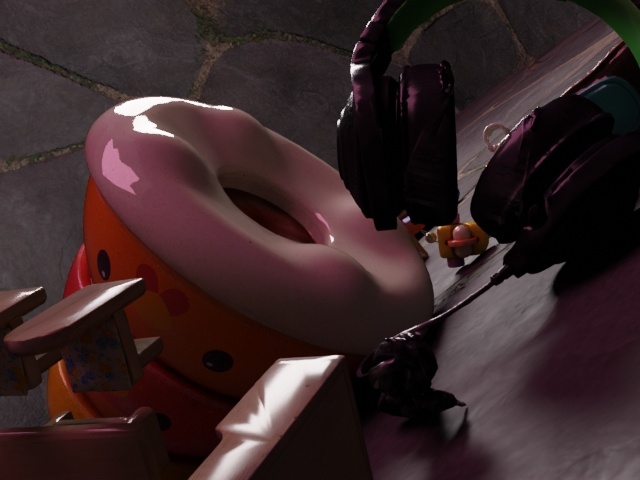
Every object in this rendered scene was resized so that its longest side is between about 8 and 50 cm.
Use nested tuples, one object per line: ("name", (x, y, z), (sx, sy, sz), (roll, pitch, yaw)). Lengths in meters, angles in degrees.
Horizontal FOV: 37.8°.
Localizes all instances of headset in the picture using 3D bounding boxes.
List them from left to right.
("headset", (0.117, -0.062, 0.677), (0.185, 0.243, 0.394), (65, -136, -68))

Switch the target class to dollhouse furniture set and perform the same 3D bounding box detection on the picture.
("dollhouse furniture set", (-0.113, 0.146, 0.508), (0.242, 0.212, 0.161), (-7, 16, 24))

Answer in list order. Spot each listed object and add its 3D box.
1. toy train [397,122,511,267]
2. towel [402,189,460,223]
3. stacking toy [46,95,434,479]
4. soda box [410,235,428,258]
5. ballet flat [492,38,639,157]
("toy train", (0.141, -0.041, 0.964), (0.166, 0.125, 0.046), (-33, 2, 14))
("towel", (0.062, 0.044, 1.477), (0.336, 0.040, 0.243), (-42, 7, -27))
("stacking toy", (-0.145, 0.135, 0.915), (0.480, 0.350, 0.350), (-58, -3, 21))
("soda box", (0.051, 0.052, 1.218), (0.181, 0.058, 0.061), (-39, 3, -3))
("ballet flat", (0.299, -0.128, 0.797), (0.342, 0.116, 0.124), (-41, -17, 32))
